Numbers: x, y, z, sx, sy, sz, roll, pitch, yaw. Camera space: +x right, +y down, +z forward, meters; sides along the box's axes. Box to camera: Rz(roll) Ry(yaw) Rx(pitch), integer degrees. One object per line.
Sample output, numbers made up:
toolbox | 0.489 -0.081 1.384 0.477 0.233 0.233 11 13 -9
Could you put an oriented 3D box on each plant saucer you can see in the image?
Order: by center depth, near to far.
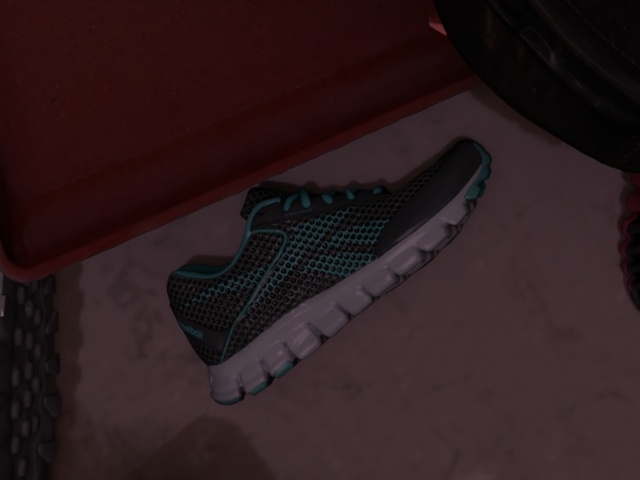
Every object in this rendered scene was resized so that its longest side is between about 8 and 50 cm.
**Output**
plant saucer | -0.059 -0.150 0.623 0.258 0.048 0.259 -25 110 -25

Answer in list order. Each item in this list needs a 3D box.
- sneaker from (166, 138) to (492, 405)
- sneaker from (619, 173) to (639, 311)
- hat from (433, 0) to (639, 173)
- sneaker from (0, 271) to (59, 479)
sneaker | 0.000 0.000 0.696 0.166 0.065 0.076 -38 89 5
sneaker | 0.167 -0.021 0.695 0.057 0.047 0.119 3 97 -8
hat | 0.130 -0.121 0.613 0.331 0.331 0.134 36 137 -1
sneaker | -0.175 0.096 0.706 0.095 0.090 0.235 7 95 12
